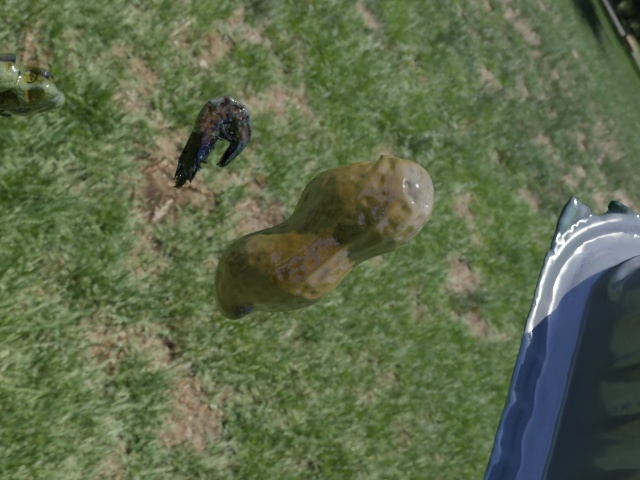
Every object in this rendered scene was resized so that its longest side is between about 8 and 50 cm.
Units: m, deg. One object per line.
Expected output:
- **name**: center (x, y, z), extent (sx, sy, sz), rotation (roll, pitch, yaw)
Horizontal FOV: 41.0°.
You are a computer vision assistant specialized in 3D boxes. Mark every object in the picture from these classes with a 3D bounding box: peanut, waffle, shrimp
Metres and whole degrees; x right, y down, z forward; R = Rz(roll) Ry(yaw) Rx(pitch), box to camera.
- **peanut**: center (0.000, 0.000, 0.899), extent (0.101, 0.263, 0.117), rotation (46, 11, -41)
- **waffle**: center (-0.383, -0.166, 0.901), extent (0.224, 0.204, 0.054), rotation (8, 87, -25)
- **shrimp**: center (-0.155, -0.132, 1.232), extent (0.091, 0.161, 0.034), rotation (23, 22, -31)

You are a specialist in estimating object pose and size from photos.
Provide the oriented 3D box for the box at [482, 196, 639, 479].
- **box**: center (0.220, 0.143, 0.423), extent (0.264, 0.106, 0.336), rotation (26, 65, -8)
